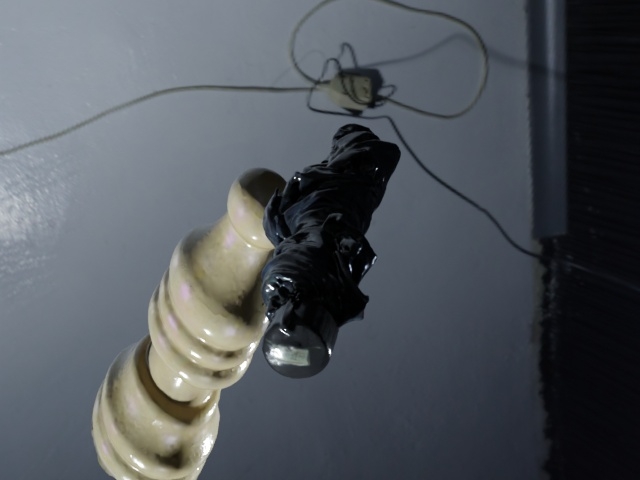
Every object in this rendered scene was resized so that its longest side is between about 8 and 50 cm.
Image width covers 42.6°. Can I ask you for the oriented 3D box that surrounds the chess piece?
[{"bbox_3d":[-0.099,0.073,0.698,0.124,0.138,0.307,30,124,-2],"label":"chess piece"}]

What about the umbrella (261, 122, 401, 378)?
[{"bbox_3d":[-0.003,0.000,0.506,0.071,0.224,0.080,29,122,-8],"label":"umbrella"}]
